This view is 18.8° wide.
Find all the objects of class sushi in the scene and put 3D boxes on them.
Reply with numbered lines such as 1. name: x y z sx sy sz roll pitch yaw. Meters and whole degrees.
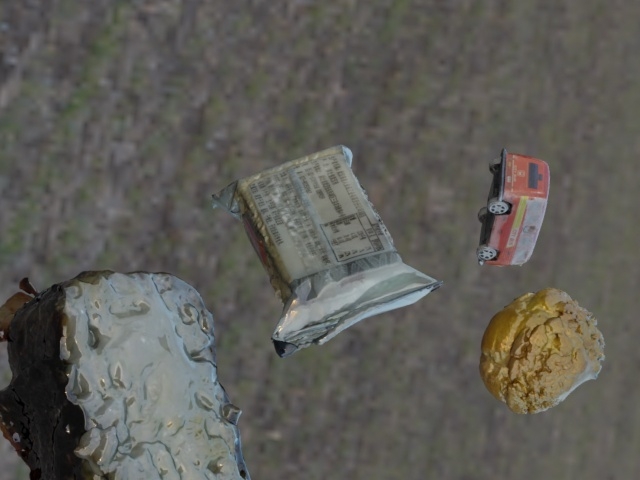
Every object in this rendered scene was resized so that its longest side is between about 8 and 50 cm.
1. sushi: -0.185 0.174 1.708 0.196 0.182 0.343 1 65 -50

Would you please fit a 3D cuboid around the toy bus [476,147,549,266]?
1. toy bus: 0.242 -0.034 2.441 0.174 0.077 0.079 97 -1 -53

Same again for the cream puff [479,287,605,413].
1. cream puff: 0.316 0.160 2.713 0.189 0.129 0.189 -24 130 -32

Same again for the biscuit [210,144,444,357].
1. biscuit: -0.004 0.002 2.098 0.309 0.186 0.079 -119 -169 -50
